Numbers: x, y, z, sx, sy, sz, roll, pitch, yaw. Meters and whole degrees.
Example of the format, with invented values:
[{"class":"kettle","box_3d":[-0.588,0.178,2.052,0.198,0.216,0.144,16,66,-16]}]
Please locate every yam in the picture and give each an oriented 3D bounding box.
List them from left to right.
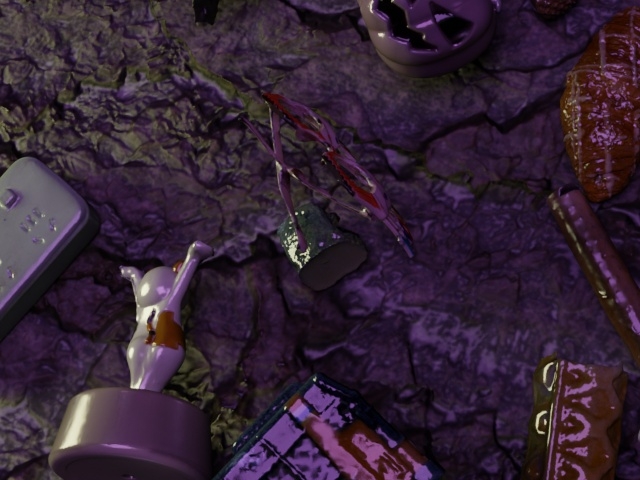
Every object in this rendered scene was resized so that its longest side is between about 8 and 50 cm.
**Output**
[{"class":"yam","box_3d":[0.314,0.055,1.717,0.046,0.046,0.264,-28,67,6]}]

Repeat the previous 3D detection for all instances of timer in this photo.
[{"class":"timer","box_3d":[-0.187,0.135,1.783,0.175,0.175,0.266,0,64,16]}]

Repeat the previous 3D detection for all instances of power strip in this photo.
[{"class":"power strip","box_3d":[-0.409,0.012,1.927,0.194,0.059,0.265,39,87,23]}]

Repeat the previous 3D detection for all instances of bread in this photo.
[{"class":"bread","box_3d":[0.248,0.250,1.650,0.098,0.087,0.269,7,76,14]},{"class":"bread","box_3d":[0.315,-0.159,1.772,0.105,0.076,0.233,10,74,17]}]

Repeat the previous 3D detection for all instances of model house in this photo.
[{"class":"model house","box_3d":[0.000,0.000,1.823,0.079,0.066,0.083,-39,49,13]}]

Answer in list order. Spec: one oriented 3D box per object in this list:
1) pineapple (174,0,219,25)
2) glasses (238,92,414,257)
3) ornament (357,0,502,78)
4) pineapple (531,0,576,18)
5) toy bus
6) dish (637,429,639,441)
[{"class":"pineapple","box_3d":[-0.160,-0.396,1.966,0.130,0.119,0.277,-9,64,-35]},{"class":"glasses","box_3d":[0.007,-0.064,1.791,0.095,0.162,0.255,-47,62,19]},{"class":"ornament","box_3d":[0.124,-0.274,1.810,0.177,0.177,0.177,-5,71,14]},{"class":"pineapple","box_3d":[0.294,-0.295,1.831,0.124,0.058,0.058,-25,68,6]},{"class":"toy bus","box_3d":[-0.040,0.298,1.657,0.194,0.162,0.323,43,86,7]},{"class":"dish","box_3d":[0.391,0.157,1.616,0.077,0.151,0.212,19,78,43]}]
